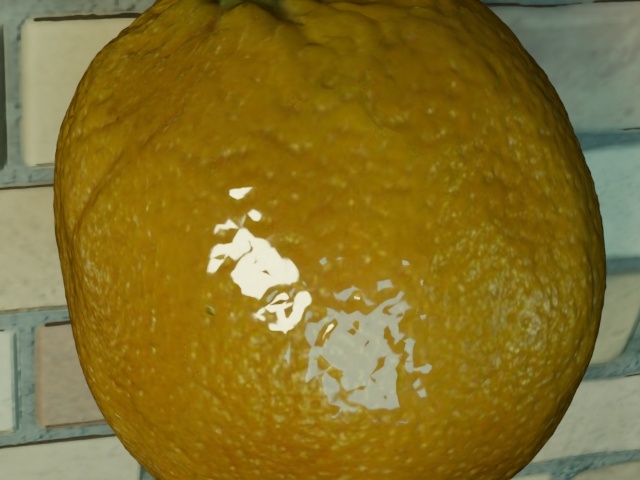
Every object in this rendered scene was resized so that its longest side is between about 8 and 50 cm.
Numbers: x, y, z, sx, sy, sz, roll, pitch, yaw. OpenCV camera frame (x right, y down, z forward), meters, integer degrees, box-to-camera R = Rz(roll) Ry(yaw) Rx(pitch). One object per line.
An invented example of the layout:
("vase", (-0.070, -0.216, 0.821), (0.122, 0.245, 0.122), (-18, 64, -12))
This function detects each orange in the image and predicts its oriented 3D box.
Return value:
("orange", (0.000, 0.000, 0.597), (0.264, 0.264, 0.264), (-10, 134, -11))
